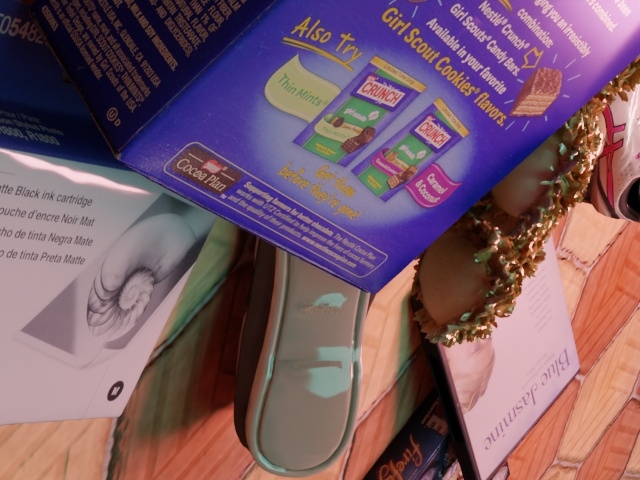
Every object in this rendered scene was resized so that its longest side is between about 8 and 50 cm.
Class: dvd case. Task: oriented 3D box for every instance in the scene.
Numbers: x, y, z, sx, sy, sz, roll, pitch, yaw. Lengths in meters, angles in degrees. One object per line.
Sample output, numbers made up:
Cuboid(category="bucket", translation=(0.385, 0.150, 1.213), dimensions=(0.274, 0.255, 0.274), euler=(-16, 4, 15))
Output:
Cuboid(category="dvd case", translation=(0.170, 0.091, 1.387), dimensions=(0.180, 0.022, 0.253), euler=(-45, 135, -29))

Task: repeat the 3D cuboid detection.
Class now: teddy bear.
Cuboid(category="teddy bear", translation=(0.142, -0.050, 1.015), dimensions=(0.338, 0.113, 0.245), euler=(-66, 177, -81))

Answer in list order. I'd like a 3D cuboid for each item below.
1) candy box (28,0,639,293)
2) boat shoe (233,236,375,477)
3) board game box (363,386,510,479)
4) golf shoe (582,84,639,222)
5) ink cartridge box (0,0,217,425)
Cuboid(category="candy box", translation=(0.057, -0.142, 0.766), dimensions=(0.317, 0.122, 0.268), euler=(-41, 150, 12))
Cuboid(category="boat shoe", translation=(0.000, 0.000, 1.018), dimensions=(0.112, 0.095, 0.335), euler=(7, 111, -23))
Cuboid(category="board game box", translation=(0.121, 0.243, 1.499), dimensions=(0.165, 0.042, 0.243), euler=(-51, 152, -18))
Cuboid(category="golf shoe", translation=(0.295, -0.100, 1.411), dimensions=(0.067, 0.086, 0.186), euler=(-38, 145, -35))
Cuboid(category="ink cartridge box", translation=(-0.140, -0.004, 0.797), dimensions=(0.223, 0.045, 0.224), euler=(6, 111, -61))
